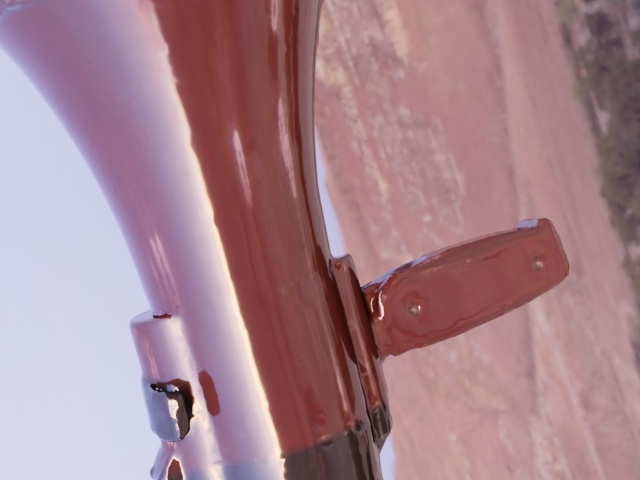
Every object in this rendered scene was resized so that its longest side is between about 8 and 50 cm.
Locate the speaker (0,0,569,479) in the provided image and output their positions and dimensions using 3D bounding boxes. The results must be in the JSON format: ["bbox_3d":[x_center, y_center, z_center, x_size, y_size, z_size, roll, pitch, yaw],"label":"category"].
[{"bbox_3d":[-0.019,-0.007,0.689,0.259,0.198,0.330,-31,-74,-46],"label":"speaker"}]
